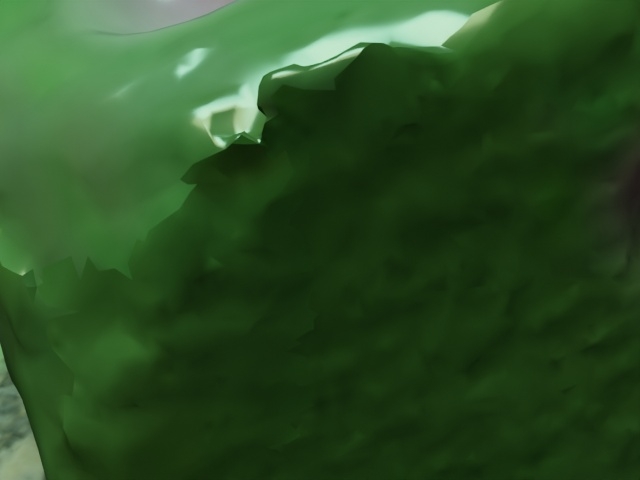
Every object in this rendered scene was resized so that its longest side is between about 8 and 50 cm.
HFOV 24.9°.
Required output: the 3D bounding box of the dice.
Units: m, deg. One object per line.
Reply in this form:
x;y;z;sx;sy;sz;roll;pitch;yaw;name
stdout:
0.028;-0.014;0.594;0.330;0.318;0.322;-22;36;-7;dice
